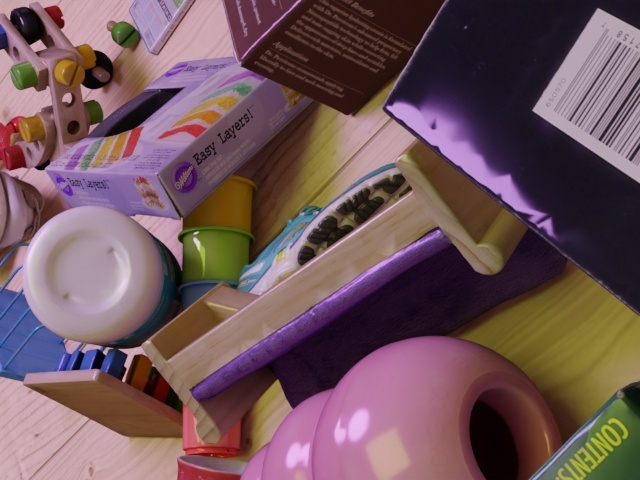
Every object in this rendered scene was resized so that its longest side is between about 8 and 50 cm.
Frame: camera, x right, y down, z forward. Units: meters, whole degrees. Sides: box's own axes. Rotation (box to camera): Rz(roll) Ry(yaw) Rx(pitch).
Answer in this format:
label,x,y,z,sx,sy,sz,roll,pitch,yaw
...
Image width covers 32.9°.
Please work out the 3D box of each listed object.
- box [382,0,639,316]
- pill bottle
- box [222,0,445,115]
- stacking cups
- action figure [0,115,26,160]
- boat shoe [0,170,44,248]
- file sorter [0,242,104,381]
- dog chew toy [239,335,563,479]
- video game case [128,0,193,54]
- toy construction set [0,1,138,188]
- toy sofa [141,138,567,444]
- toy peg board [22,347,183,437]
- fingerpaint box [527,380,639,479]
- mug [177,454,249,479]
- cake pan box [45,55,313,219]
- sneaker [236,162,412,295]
label,x,y,z,sx,sy,sz,roll,pitch,yaw
box,0.271,-0.034,0.671,0.179,0.312,0.343,-59,42,14
pill bottle,-0.238,0.050,1.245,0.264,0.146,0.146,85,-163,-82
box,0.021,-0.274,1.143,0.203,0.168,0.167,-38,50,31
stacking cups,-0.117,0.087,1.235,0.096,0.096,0.316,-16,69,44
action figure,-0.616,-0.148,1.799,0.280,0.091,0.139,-25,22,-6
boat shoe,-0.460,-0.051,1.596,0.302,0.103,0.113,31,104,62
file sorter,-0.379,0.102,1.482,0.104,0.118,0.170,-48,46,21
dog chew toy,0.046,0.208,0.926,0.332,0.206,0.206,-31,54,47
video game case,-0.212,-0.362,1.549,0.166,0.015,0.119,-50,44,22
toy construction set,-0.385,-0.182,1.476,0.237,0.309,0.257,37,112,43
toy sofa,0.030,0.057,0.964,0.362,0.150,0.177,-35,93,33
toy peg board,-0.234,0.165,1.278,0.161,0.160,0.079,-10,53,45
fingerpaint box,0.182,0.364,0.648,0.371,0.163,0.445,49,113,23
mug,-0.095,0.315,1.097,0.150,0.113,0.169,4,82,50
cake pan box,-0.166,-0.127,1.276,0.246,0.070,0.267,-43,29,-28
sneaker,0.000,0.000,1.122,0.275,0.107,0.110,-39,37,29
